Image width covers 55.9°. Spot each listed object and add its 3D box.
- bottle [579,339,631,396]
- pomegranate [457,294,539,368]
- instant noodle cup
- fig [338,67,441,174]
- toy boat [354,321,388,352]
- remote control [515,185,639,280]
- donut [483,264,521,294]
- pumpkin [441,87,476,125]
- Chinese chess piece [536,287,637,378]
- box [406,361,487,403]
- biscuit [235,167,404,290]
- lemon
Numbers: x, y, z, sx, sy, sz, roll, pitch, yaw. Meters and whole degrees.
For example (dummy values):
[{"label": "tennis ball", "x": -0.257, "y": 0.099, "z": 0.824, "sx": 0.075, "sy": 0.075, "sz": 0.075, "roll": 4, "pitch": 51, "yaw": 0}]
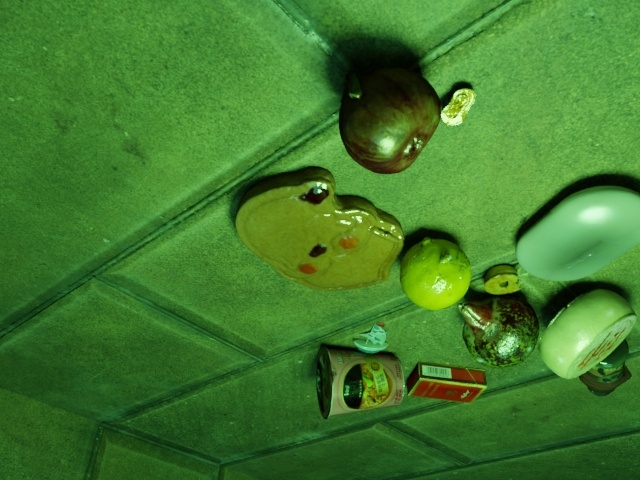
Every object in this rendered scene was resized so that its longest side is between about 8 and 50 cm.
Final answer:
[{"label": "bottle", "x": 0.871, "y": 0.384, "z": 1.853, "sx": 0.156, "sy": 0.143, "sz": 0.271, "roll": 13, "pitch": 147, "yaw": 31}, {"label": "pomegranate", "x": 0.466, "y": 0.228, "z": 1.636, "sx": 0.248, "sy": 0.214, "sz": 0.214, "roll": 36, "pitch": 132, "yaw": -22}, {"label": "instant noodle cup", "x": 0.127, "y": 0.452, "z": 1.948, "sx": 0.255, "sy": 0.244, "sz": 0.244, "roll": 1, "pitch": 143, "yaw": -12}, {"label": "fig", "x": 0.113, "y": -0.227, "z": 1.093, "sx": 0.205, "sy": 0.205, "sz": 0.205, "roll": 2, "pitch": 142, "yaw": 2}, {"label": "toy boat", "x": 0.177, "y": 0.306, "z": 1.900, "sx": 0.105, "sy": 0.034, "sz": 0.149, "roll": 26, "pitch": 125, "yaw": -22}, {"label": "remote control", "x": 0.602, "y": -0.008, "z": 1.394, "sx": 0.221, "sy": 0.103, "sz": 0.332, "roll": 22, "pitch": 139, "yaw": -14}, {"label": "donut", "x": 0.479, "y": 0.104, "z": 1.597, "sx": 0.097, "sy": 0.043, "sz": 0.108, "roll": -7, "pitch": 143, "yaw": 13}, {"label": "pumpkin", "x": 0.263, "y": -0.260, "z": 1.155, "sx": 0.050, "sy": 0.028, "sz": 0.083, "roll": 21, "pitch": 130, "yaw": -19}, {"label": "Chinese chess piece", "x": 0.717, "y": 0.252, "z": 1.630, "sx": 0.270, "sy": 0.112, "sz": 0.270, "roll": -23, "pitch": 142, "yaw": -20}, {"label": "box", "x": 0.433, "y": 0.492, "z": 2.083, "sx": 0.239, "sy": 0.074, "sz": 0.153, "roll": 9, "pitch": 138, "yaw": -5}, {"label": "biscuit", "x": 0.000, "y": 0.001, "z": 1.486, "sx": 0.455, "sy": 0.078, "sz": 0.349, "roll": 30, "pitch": 138, "yaw": -31}, {"label": "lemon", "x": 0.281, "y": 0.086, "z": 1.485, "sx": 0.173, "sy": 0.173, "sz": 0.206, "roll": 3, "pitch": 132, "yaw": 0}]
